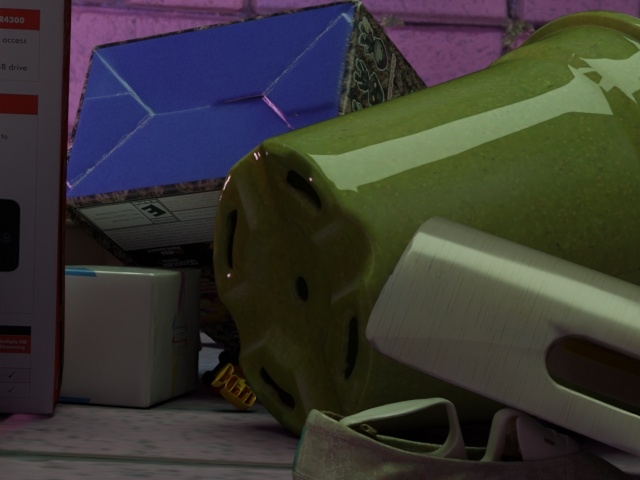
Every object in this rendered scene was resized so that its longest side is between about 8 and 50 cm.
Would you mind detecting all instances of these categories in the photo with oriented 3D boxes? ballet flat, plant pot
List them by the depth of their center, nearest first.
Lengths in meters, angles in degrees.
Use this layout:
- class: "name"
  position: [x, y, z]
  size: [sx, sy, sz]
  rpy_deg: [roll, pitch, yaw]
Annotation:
- class: "ballet flat"
  position: [0.071, 0.098, 0.827]
  size: [0.168, 0.052, 0.057]
  rpy_deg: [3, 1, -17]
- class: "plant pot"
  position: [0.083, 0.009, 1.124]
  size: [0.254, 0.276, 0.276]
  rpy_deg: [-11, 8, -30]

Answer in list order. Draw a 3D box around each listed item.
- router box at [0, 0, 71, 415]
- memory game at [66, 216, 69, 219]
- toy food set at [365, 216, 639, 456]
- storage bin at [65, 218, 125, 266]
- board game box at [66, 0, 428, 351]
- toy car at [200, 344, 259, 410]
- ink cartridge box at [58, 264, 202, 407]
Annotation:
- class: "router box"
  position: [-0.320, -0.051, 1.102]
  size: [0.335, 0.301, 0.082]
  rpy_deg: [3, 17, -5]
- class: "memory game"
  position: [-0.228, 0.028, 1.571]
  size: [0.186, 0.186, 0.012]
  rpy_deg: [3, -39, -9]
- class: "toy food set"
  position: [0.163, 0.076, 0.849]
  size: [0.219, 0.092, 0.306]
  rpy_deg: [20, 0, 18]
- class: "storage bin"
  position: [-0.299, 0.039, 1.378]
  size: [0.262, 0.123, 0.260]
  rpy_deg: [3, 2, 15]
- class: "board game box"
  position: [-0.016, -0.029, 1.383]
  size: [0.232, 0.141, 0.291]
  rpy_deg: [-6, -31, 27]
- class: "toy car"
  position: [-0.060, 0.104, 1.263]
  size: [0.040, 0.060, 0.122]
  rpy_deg: [45, 18, -5]
- class: "ink cartridge box"
  position: [-0.141, 0.063, 1.271]
  size: [0.092, 0.090, 0.143]
  rpy_deg: [3, 1, 11]
